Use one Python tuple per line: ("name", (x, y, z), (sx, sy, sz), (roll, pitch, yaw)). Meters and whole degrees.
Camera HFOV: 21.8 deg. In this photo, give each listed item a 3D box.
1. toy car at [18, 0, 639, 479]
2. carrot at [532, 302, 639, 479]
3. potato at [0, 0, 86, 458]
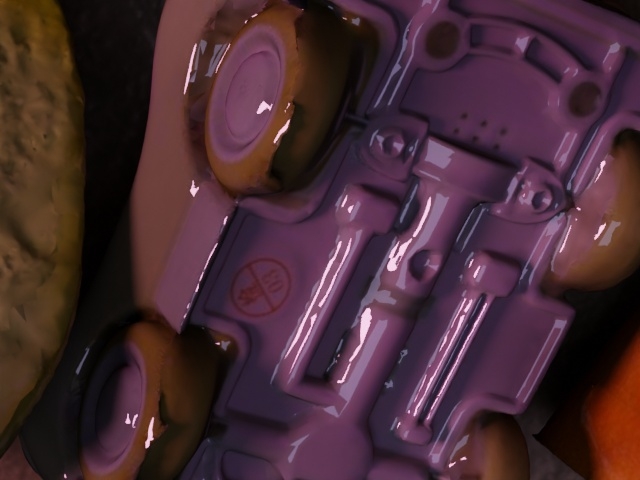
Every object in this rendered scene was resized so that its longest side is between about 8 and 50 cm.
("toy car", (0.000, 0.000, 0.843), (0.242, 0.226, 0.336), (15, 104, -30))
("carrot", (0.272, 0.061, 0.866), (0.193, 0.214, 0.331), (30, 112, -21))
("potato", (-0.258, -0.018, 0.834), (0.330, 0.213, 0.280), (48, 137, -2))
